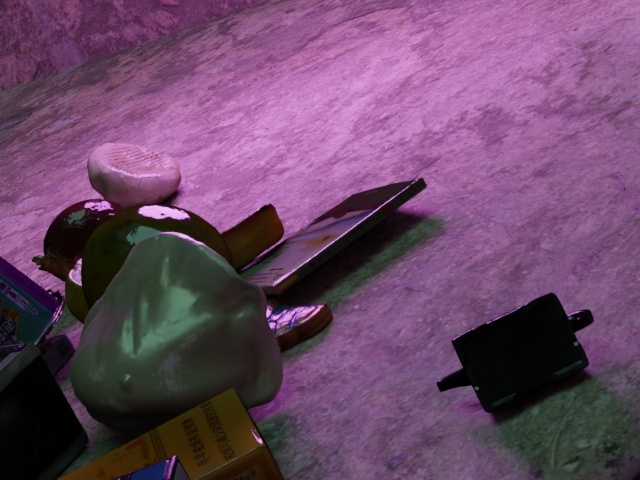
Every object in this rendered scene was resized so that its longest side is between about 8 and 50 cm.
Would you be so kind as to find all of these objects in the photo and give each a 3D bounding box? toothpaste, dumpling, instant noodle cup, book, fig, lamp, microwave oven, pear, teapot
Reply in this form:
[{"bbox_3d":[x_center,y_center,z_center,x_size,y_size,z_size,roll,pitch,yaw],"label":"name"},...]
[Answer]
[{"bbox_3d":[-0.416,0.194,2.112,0.046,0.034,0.164,-17,22,32],"label":"toothpaste"},{"bbox_3d":[-0.203,0.114,1.776,0.318,0.242,0.187,3,10,32],"label":"dumpling"},{"bbox_3d":[-0.527,0.110,2.128,0.251,0.190,0.251,-40,17,15],"label":"instant noodle cup"},{"bbox_3d":[0.000,0.000,2.073,0.289,0.026,0.201,-35,13,-27],"label":"book"},{"bbox_3d":[-0.217,0.047,1.984,0.203,0.203,0.225,-37,14,-27],"label":"fig"},{"bbox_3d":[-0.368,0.012,2.368,0.157,0.156,0.135,-52,57,18],"label":"lamp"},{"bbox_3d":[-0.477,0.271,1.790,0.238,0.181,0.295,-7,27,38],"label":"microwave oven"},{"bbox_3d":[-0.308,0.082,2.167,0.141,0.104,0.141,-2,34,1],"label":"pear"},{"bbox_3d":[0.204,0.116,1.530,0.177,0.087,0.096,-26,-2,-2],"label":"teapot"}]

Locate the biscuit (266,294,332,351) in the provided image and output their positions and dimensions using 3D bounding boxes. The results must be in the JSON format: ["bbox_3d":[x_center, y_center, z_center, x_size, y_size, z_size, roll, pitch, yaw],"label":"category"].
[{"bbox_3d":[-0.116,0.131,1.925,0.280,0.043,0.183,-15,19,18],"label":"biscuit"}]

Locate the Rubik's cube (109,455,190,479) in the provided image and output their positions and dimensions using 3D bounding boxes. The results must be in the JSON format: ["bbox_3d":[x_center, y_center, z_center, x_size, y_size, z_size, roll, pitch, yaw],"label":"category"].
[{"bbox_3d":[-0.178,0.322,1.346,0.161,0.163,0.162,-22,22,10],"label":"Rubik's cube"}]

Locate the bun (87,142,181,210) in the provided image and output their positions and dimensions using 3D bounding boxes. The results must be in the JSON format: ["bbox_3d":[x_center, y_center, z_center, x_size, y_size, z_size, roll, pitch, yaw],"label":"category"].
[{"bbox_3d":[-0.342,-0.105,2.657,0.183,0.102,0.183,10,23,-5],"label":"bun"}]

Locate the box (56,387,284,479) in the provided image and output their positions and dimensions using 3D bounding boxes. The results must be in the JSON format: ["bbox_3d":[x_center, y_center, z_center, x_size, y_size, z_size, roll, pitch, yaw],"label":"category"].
[{"bbox_3d":[-0.183,0.279,1.581,0.274,0.076,0.174,-28,19,-6],"label":"box"}]

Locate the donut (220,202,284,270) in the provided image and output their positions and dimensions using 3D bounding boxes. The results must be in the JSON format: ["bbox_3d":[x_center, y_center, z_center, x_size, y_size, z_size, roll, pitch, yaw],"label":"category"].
[{"bbox_3d":[-0.114,0.004,2.139,0.152,0.058,0.152,-34,1,0],"label":"donut"}]
